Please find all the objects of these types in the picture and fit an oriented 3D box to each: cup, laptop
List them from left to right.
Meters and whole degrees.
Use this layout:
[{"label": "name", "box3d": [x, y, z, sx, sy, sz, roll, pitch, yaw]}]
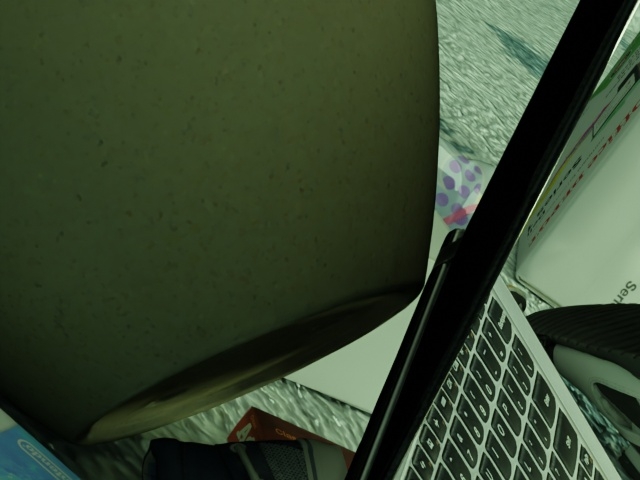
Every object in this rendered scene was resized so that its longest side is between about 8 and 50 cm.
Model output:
[{"label": "cup", "box3d": [-0.079, -0.050, 0.850, 0.331, 0.331, 0.237, -2, 66, -64]}, {"label": "laptop", "box3d": [0.150, 0.054, 0.779, 0.408, 0.236, 0.382, 58, 20, -10]}]

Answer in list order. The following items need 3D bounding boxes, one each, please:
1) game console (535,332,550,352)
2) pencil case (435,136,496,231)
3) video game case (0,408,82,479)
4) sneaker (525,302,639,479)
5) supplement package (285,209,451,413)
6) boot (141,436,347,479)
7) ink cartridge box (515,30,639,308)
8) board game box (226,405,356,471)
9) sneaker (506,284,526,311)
[{"label": "game console", "box3d": [0.109, 0.097, 1.253, 0.107, 0.071, 0.122, 11, 6, 23]}, {"label": "pencil case", "box3d": [-0.016, -0.072, 1.287, 0.273, 0.113, 0.124, 34, -12, -6]}, {"label": "video game case", "box3d": [-0.092, 0.165, 0.602, 0.269, 0.061, 0.244, 39, 18, 9]}, {"label": "sneaker", "box3d": [0.252, 0.135, 1.294, 0.122, 0.146, 0.330, -12, 22, -35]}, {"label": "supplement package", "box3d": [0.000, 0.000, 1.137, 0.105, 0.105, 0.179, 25, 20, -34]}, {"label": "boot", "box3d": [-0.026, 0.154, 0.779, 0.086, 0.069, 0.190, 4, 35, -13]}, {"label": "ink cartridge box", "box3d": [0.268, -0.053, 1.628, 0.117, 0.201, 0.278, 35, 18, -4]}, {"label": "board game box", "box3d": [0.086, 0.181, 0.963, 0.281, 0.027, 0.145, 27, 19, -29]}, {"label": "sneaker", "box3d": [0.123, 0.053, 1.376, 0.083, 0.032, 0.037, 5, 49, -51]}]
